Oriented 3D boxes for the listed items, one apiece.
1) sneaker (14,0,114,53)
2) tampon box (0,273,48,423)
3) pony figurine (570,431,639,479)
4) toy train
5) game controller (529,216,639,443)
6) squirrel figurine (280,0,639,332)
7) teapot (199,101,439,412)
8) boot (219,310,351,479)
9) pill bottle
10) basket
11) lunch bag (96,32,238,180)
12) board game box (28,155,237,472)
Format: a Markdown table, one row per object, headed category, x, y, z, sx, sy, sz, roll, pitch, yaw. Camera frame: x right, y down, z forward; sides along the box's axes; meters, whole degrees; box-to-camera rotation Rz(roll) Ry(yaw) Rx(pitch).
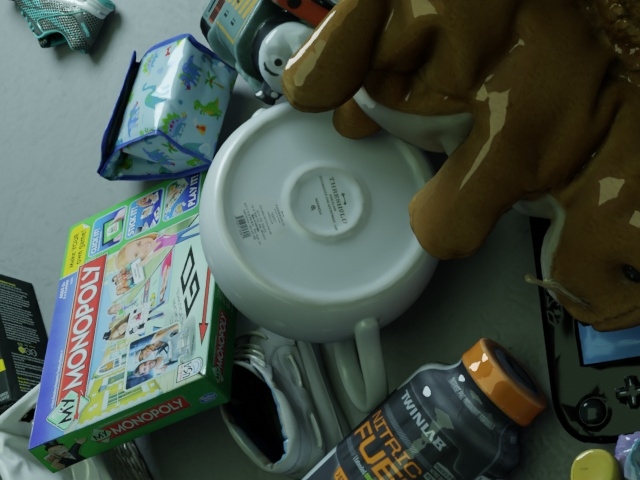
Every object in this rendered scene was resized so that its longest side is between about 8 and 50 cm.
| category | x | y | z | sx | sy | sz | roll | pitch | yaw |
| --- | --- | --- | --- | --- | --- | --- | --- | --- | --- |
| sneaker | -0.313 | -0.257 | 2.121 | 0.166 | 0.065 | 0.076 | 20 | 93 | 33 |
| tampon box | -0.369 | 0.131 | 2.038 | 0.120 | 0.101 | 0.161 | -29 | 66 | 21 |
| pony figurine | 0.334 | 0.287 | 1.496 | 0.302 | 0.363 | 0.351 | -17 | 55 | 33 |
| toy train | -0.024 | -0.236 | 1.830 | 0.190 | 0.142 | 0.334 | -60 | 18 | 9 |
| game controller | 0.280 | 0.023 | 1.711 | 0.166 | 0.067 | 0.319 | -14 | 73 | 27 |
| squirrel figurine | 0.229 | -0.130 | 1.598 | 0.370 | 0.281 | 0.397 | 39 | 87 | 11 |
| teapot | 0.000 | 0.000 | 1.816 | 0.252 | 0.187 | 0.256 | 25 | 69 | 5 |
| boot | -0.058 | 0.120 | 1.849 | 0.095 | 0.123 | 0.258 | -37 | 63 | 17 |
| pill bottle | 0.096 | 0.202 | 1.739 | 0.246 | 0.130 | 0.130 | -45 | 61 | 13 |
| basket | -0.252 | 0.240 | 1.946 | 0.113 | 0.103 | 0.167 | -39 | 63 | 16 |
| lunch bag | -0.173 | -0.135 | 1.981 | 0.151 | 0.096 | 0.129 | -15 | 51 | 50 |
| board game box | -0.178 | 0.068 | 1.891 | 0.213 | 0.046 | 0.317 | -24 | 39 | 22 |
